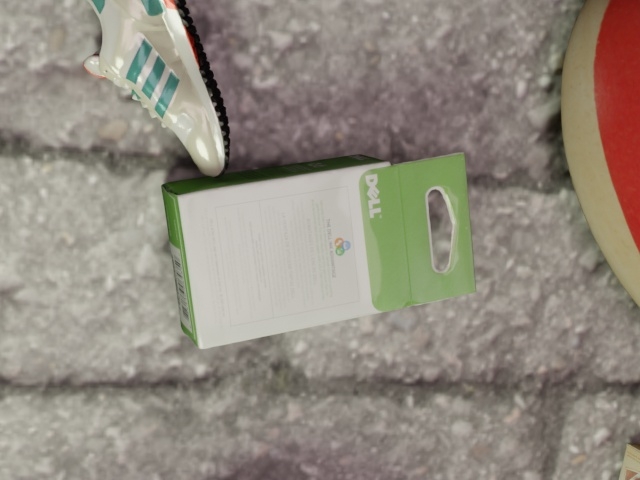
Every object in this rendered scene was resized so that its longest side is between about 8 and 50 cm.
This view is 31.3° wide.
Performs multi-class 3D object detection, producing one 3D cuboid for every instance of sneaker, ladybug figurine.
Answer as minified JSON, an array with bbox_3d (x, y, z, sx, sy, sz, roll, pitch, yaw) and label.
[{"bbox_3d":[-0.114,-0.112,0.769,0.075,0.057,0.161,-19,107,3],"label":"sneaker"},{"bbox_3d":[0.368,-0.049,0.869,0.449,0.162,0.305,43,86,-19],"label":"ladybug figurine"}]

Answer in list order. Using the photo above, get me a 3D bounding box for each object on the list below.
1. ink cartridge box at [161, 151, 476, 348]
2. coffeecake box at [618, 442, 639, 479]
[{"bbox_3d":[0.000,0.000,0.813,0.209,0.062,0.109,-10,102,-16],"label":"ink cartridge box"},{"bbox_3d":[0.311,0.274,0.957,0.142,0.068,0.185,10,96,-21],"label":"coffeecake box"}]
